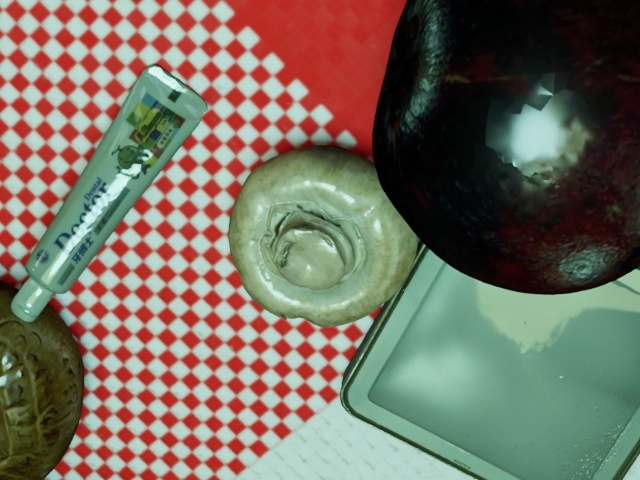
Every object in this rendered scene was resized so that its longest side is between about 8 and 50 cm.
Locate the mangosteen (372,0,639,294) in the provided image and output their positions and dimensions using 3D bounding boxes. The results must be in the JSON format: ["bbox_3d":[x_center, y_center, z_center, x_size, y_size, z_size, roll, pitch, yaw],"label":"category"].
[{"bbox_3d":[0.189,-0.097,1.308,0.300,0.300,0.300,4,113,9],"label":"mangosteen"}]

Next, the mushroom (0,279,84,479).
[{"bbox_3d":[-0.345,0.146,1.578,0.253,0.153,0.253,2,121,3],"label":"mushroom"}]

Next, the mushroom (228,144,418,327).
[{"bbox_3d":[0.000,0.000,1.463,0.166,0.127,0.166,7,119,12],"label":"mushroom"}]

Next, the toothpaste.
[{"bbox_3d":[-0.196,-0.036,1.497,0.067,0.037,0.255,36,93,-2],"label":"toothpaste"}]

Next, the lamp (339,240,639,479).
[{"bbox_3d":[0.187,0.102,1.515,0.269,0.047,0.266,28,115,-2],"label":"lamp"}]
